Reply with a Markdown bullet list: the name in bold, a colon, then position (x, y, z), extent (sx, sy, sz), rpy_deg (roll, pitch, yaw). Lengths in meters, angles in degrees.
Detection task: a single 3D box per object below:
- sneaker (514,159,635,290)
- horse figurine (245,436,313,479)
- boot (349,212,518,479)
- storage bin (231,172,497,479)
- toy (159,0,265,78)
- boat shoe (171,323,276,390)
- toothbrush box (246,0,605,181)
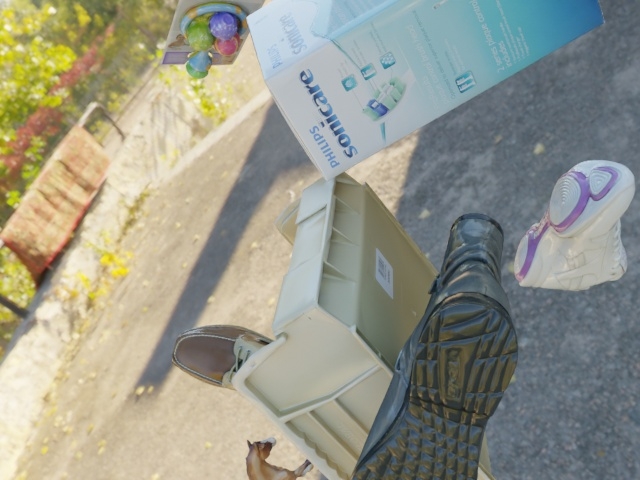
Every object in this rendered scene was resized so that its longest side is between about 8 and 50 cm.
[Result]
- **sneaker**: position (0.400, -0.015, 1.073), extent (0.305, 0.152, 0.114), rpy_deg (103, 180, -63)
- **horse figurine**: position (-0.081, 0.452, 1.257), extent (0.066, 0.174, 0.263), rpy_deg (31, 110, 38)
- **boot**: position (0.090, 0.112, 0.556), extent (0.161, 0.083, 0.247), rpy_deg (-60, -10, -65)
- **storage bin**: position (0.048, 0.099, 0.733), extent (0.123, 0.260, 0.262), rpy_deg (-32, 24, 23)
- **toy**: position (-0.177, -0.334, 1.210), extent (0.237, 0.136, 0.056), rpy_deg (146, 115, -63)
- **boat shoe**: position (-0.112, 0.230, 1.343), extent (0.120, 0.323, 0.123), rpy_deg (105, 177, -83)
- **toothbrush box**: position (0.085, -0.220, 0.728), extent (0.295, 0.126, 0.216), rpy_deg (-29, 32, 6)
